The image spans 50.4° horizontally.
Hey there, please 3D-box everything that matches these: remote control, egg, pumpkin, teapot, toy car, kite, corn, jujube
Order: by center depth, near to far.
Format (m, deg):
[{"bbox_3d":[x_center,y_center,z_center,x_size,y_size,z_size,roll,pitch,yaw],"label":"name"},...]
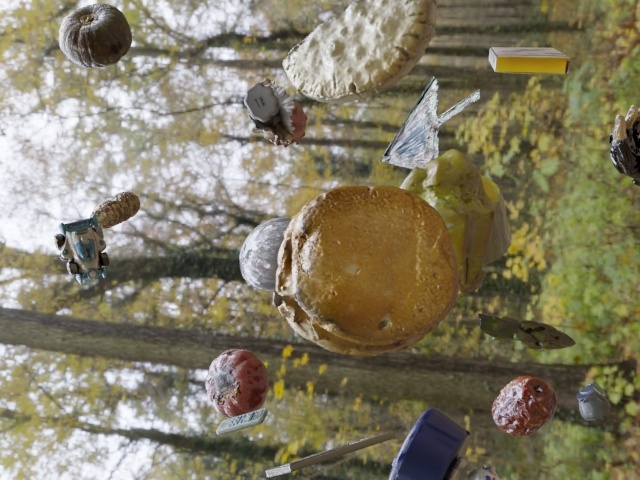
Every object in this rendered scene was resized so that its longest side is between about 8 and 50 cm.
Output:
[{"bbox_3d":[0.607,0.354,1.514,0.088,0.066,0.057,-38,-84,-39],"label":"teapot"},{"bbox_3d":[-0.179,0.416,1.560,0.018,0.124,0.053,66,-159,-10],"label":"remote control"},{"bbox_3d":[-0.107,0.039,1.663,0.176,0.231,0.176,16,-116,-36],"label":"egg"},{"bbox_3d":[-0.619,0.022,1.778,0.162,0.126,0.098,68,153,14],"label":"toy car"},{"bbox_3d":[0.297,-0.305,1.887,0.014,0.368,0.406,31,-133,-29],"label":"kite"},{"bbox_3d":[-0.668,-0.598,2.032,0.162,0.218,0.219,89,-166,-53],"label":"pumpkin"},{"bbox_3d":[0.409,-0.073,2.065,0.332,0.332,0.199,-68,-27,-49],"label":"pumpkin"},{"bbox_3d":[-0.670,-0.098,2.215,0.290,0.098,0.098,-64,-23,-76],"label":"corn"},{"bbox_3d":[0.664,0.541,2.218,0.250,0.174,0.174,106,-177,-46],"label":"jujube"}]

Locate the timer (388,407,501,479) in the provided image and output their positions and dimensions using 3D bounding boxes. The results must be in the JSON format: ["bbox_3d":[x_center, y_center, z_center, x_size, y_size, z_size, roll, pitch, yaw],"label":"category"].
[{"bbox_3d":[0.399,0.650,1.805,0.270,0.383,0.270,-45,-31,-37],"label":"timer"}]

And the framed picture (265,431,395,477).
[{"bbox_3d":[0.013,0.507,1.602,0.335,0.247,0.022,122,133,-66],"label":"framed picture"}]

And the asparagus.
[{"bbox_3d":[0.535,0.243,1.783,0.080,0.287,0.080,-169,90,-83],"label":"asparagus"}]

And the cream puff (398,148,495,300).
[{"bbox_3d":[0.287,-0.004,1.614,0.378,0.275,0.378,-44,-20,-20],"label":"cream puff"}]

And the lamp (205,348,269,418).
[{"bbox_3d":[-0.211,0.373,1.770,0.140,0.182,0.182,17,-102,-54],"label":"lamp"}]

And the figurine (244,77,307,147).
[{"bbox_3d":[-0.132,-0.362,2.031,0.207,0.166,0.387,62,-175,8],"label":"figurine"}]

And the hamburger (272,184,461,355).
[{"bbox_3d":[0.073,0.052,1.174,0.170,0.314,0.290,116,154,-70],"label":"hamburger"}]

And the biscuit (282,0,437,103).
[{"bbox_3d":[0.079,-0.317,1.105,0.084,0.281,0.179,41,-161,-55],"label":"biscuit"}]

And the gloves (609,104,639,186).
[{"bbox_3d":[0.664,-0.200,1.431,0.124,0.203,0.164,-48,27,19],"label":"gloves"}]

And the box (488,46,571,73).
[{"bbox_3d":[0.388,-0.345,1.290,0.247,0.129,0.033,-64,-25,-68],"label":"box"}]
